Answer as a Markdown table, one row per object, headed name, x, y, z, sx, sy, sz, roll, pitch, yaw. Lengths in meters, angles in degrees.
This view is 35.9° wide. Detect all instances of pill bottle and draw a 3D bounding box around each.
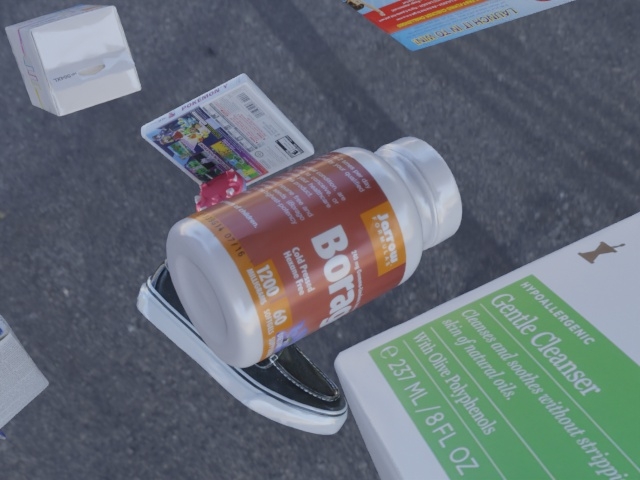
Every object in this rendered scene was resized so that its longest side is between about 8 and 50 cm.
| name | x | y | z | sx | sy | sz | roll | pitch | yaw |
| --- | --- | --- | --- | --- | --- | --- | --- | --- | --- |
| pill bottle | 0.000 | 0.000 | 0.768 | 0.216 | 0.121 | 0.121 | -27 | 58 | -24 |

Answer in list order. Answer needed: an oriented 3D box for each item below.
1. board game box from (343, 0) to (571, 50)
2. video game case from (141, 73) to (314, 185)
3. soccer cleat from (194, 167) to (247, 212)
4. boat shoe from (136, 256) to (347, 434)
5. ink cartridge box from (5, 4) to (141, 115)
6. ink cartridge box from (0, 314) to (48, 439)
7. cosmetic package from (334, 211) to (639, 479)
| name | x | y | z | sx | sy | sz | roll | pitch | yaw |
| --- | --- | --- | --- | --- | --- | --- | --- | --- | --- |
| board game box | 0.140 | -0.382 | 1.261 | 0.308 | 0.302 | 0.086 | -8 | 64 | 46 |
| video game case | -0.136 | -0.150 | 1.485 | 0.183 | 0.201 | 0.023 | -24 | 54 | 19 |
| soccer cleat | -0.123 | -0.020 | 1.424 | 0.083 | 0.095 | 0.248 | -29 | 31 | 2 |
| boat shoe | -0.094 | 0.130 | 1.326 | 0.335 | 0.121 | 0.119 | 34 | 108 | 5 |
| ink cartridge box | -0.253 | -0.188 | 1.015 | 0.092 | 0.090 | 0.143 | -24 | 22 | -22 |
| ink cartridge box | -0.330 | -0.006 | 0.726 | 0.071 | 0.330 | 0.324 | -40 | 85 | -17 |
| cosmetic package | 0.217 | 0.072 | 0.418 | 0.365 | 0.155 | 0.197 | -26 | 26 | -6 |
